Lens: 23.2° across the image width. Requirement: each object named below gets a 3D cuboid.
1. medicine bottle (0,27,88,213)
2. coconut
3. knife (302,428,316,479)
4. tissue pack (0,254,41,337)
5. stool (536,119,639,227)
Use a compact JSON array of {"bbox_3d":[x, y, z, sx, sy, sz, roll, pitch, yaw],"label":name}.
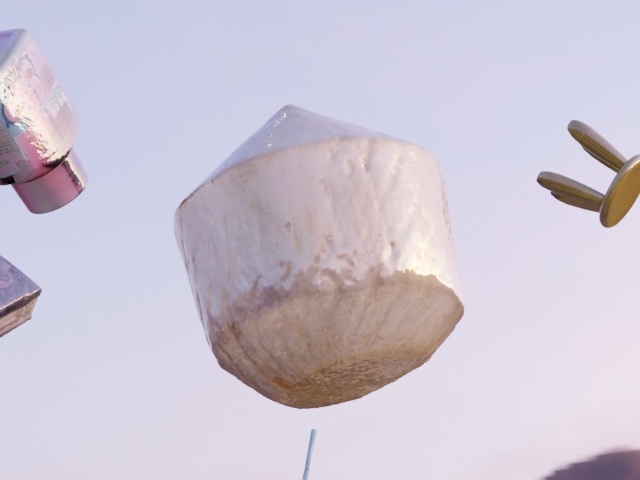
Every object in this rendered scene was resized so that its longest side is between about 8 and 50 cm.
[{"bbox_3d":[-0.332,-0.123,1.709,0.094,0.119,0.188,-6,-52,29],"label":"medicine bottle"},{"bbox_3d":[0.000,0.000,1.628,0.329,0.328,0.329,-6,-15,-2],"label":"coconut"},{"bbox_3d":[-0.013,0.217,1.449,0.005,0.091,0.014,15,-28,-8],"label":"knife"},{"bbox_3d":[-0.329,0.050,1.315,0.156,0.112,0.051,-32,-27,-53],"label":"tissue pack"},{"bbox_3d":[0.373,-0.088,2.122,0.135,0.110,0.134,-38,-30,-39],"label":"stool"}]
